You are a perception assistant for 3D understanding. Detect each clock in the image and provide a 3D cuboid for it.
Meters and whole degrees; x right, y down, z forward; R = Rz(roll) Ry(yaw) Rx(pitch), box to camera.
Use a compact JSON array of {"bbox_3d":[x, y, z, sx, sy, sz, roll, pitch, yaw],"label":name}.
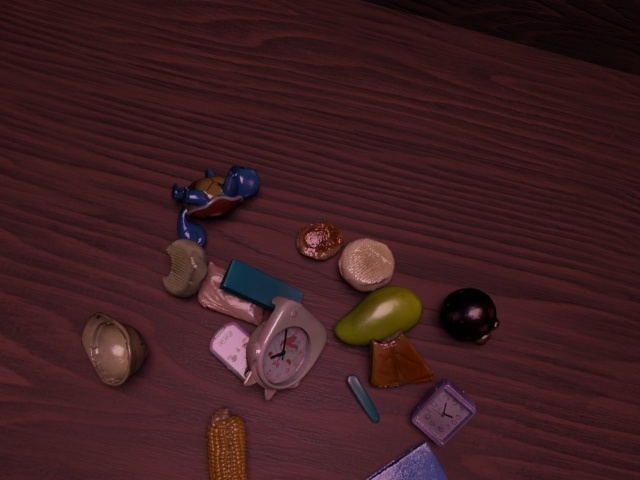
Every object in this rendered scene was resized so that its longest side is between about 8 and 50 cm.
[{"bbox_3d":[-0.138,0.378,1.531,0.108,0.265,0.324,14,61,48],"label":"clock"},{"bbox_3d":[0.429,0.597,1.551,0.144,0.073,0.193,40,104,8],"label":"clock"}]

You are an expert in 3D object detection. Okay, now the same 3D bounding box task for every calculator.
[{"bbox_3d":[-0.285,0.406,1.598,0.246,0.045,0.141,41,69,8],"label":"calculator"}]

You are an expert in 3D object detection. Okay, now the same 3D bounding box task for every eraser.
[{"bbox_3d":[0.268,0.828,1.502,0.311,0.043,0.144,-26,74,-17],"label":"eraser"}]

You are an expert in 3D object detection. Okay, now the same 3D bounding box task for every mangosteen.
[{"bbox_3d":[0.577,0.303,1.688,0.211,0.211,0.250,-38,107,-20],"label":"mangosteen"}]

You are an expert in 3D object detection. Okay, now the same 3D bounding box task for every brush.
[{"bbox_3d":[0.153,0.571,1.602,0.043,0.032,0.194,-30,87,-23],"label":"brush"}]

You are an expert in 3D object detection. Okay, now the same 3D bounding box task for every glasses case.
[{"bbox_3d":[-0.213,0.186,1.630,0.300,0.070,0.117,28,57,-19],"label":"glasses case"}]

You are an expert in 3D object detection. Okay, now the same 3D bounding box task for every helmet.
[{"bbox_3d":[-0.677,0.361,1.514,0.258,0.137,0.204,48,108,20],"label":"helmet"}]

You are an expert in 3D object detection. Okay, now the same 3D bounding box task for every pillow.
[{"bbox_3d":[-0.323,0.200,1.665,0.269,0.067,0.174,19,68,-2],"label":"pillow"}]

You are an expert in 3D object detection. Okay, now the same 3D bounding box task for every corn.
[{"bbox_3d":[-0.298,0.719,1.425,0.130,0.130,0.348,-6,72,-10],"label":"corn"}]

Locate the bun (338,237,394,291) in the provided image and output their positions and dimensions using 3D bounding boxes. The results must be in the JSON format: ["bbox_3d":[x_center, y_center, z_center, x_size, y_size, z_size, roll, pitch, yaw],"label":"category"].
[{"bbox_3d":[0.176,0.104,1.737,0.220,0.134,0.221,0,65,0],"label":"bun"}]

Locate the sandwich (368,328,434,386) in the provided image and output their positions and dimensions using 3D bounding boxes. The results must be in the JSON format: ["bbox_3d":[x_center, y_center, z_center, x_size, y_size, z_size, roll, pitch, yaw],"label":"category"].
[{"bbox_3d":[0.299,0.420,1.595,0.244,0.063,0.212,-3,110,-9],"label":"sandwich"}]

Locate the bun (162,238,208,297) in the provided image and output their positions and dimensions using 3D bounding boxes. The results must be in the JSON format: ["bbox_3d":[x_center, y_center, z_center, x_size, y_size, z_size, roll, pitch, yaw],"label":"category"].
[{"bbox_3d":[-0.491,0.101,1.639,0.204,0.126,0.213,43,110,30],"label":"bun"}]

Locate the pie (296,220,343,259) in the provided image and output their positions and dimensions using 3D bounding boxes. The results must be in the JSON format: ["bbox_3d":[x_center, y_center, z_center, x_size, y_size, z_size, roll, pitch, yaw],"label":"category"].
[{"bbox_3d":[0.000,0.000,1.787,0.193,0.079,0.163,-21,77,-17],"label":"pie"}]

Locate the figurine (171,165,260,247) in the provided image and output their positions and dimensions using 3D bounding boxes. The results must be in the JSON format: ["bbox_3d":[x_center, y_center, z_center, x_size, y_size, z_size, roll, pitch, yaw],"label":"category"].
[{"bbox_3d":[-0.427,-0.170,1.724,0.416,0.297,0.243,-48,112,-18],"label":"figurine"}]

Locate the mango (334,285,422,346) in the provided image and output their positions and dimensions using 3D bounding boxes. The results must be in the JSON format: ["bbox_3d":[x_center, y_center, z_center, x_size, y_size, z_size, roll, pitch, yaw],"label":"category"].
[{"bbox_3d":[0.214,0.285,1.650,0.342,0.156,0.193,-22,94,-10],"label":"mango"}]
